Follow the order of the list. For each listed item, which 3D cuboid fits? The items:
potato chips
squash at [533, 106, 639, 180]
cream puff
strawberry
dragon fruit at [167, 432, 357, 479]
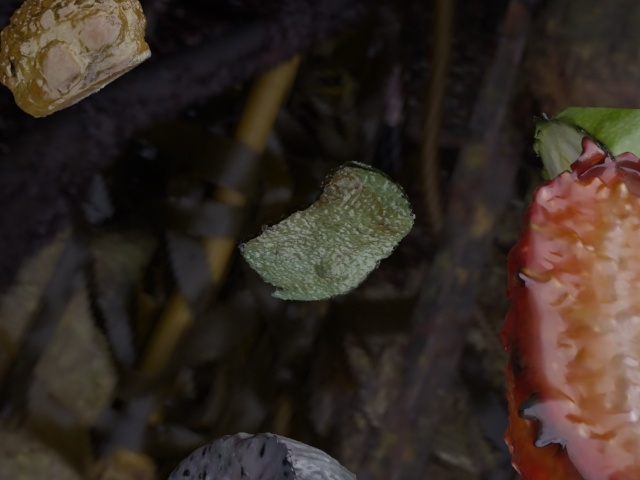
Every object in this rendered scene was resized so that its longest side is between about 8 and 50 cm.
[{"bbox_3d":[0.000,0.000,1.606,0.209,0.142,0.026,103,-12,-57],"label":"potato chips"},{"bbox_3d":[0.306,-0.080,1.356,0.260,0.189,0.189,-34,129,-9],"label":"squash"},{"bbox_3d":[-0.224,-0.178,1.704,0.144,0.126,0.103,-28,96,-6],"label":"cream puff"},{"bbox_3d":[0.134,0.049,0.783,0.082,0.121,0.188,86,4,-50],"label":"strawberry"},{"bbox_3d":[0.001,0.292,1.482,0.221,0.283,0.204,30,122,-34],"label":"dragon fruit"}]
